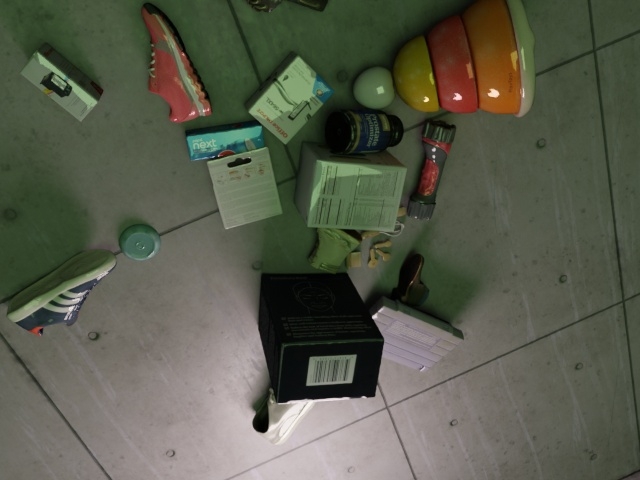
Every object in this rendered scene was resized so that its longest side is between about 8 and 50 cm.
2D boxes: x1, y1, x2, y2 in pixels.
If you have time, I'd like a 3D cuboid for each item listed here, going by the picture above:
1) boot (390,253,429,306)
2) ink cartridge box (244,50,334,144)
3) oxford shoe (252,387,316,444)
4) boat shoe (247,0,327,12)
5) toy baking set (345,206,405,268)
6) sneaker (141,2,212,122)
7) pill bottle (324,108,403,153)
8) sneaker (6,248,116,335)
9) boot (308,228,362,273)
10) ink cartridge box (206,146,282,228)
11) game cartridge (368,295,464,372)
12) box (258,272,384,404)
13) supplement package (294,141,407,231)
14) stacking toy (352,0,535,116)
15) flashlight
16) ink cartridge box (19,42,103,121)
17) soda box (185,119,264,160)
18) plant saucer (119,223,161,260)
[{"bbox_3d":[0.321,0.137,2.075,0.106,0.082,0.219,5,123,-28],"label":"boot"},{"bbox_3d":[-0.087,-0.390,1.703,0.148,0.086,0.203,39,100,-27],"label":"ink cartridge box"},{"bbox_3d":[-0.099,0.510,2.088,0.130,0.169,0.449,23,112,-22],"label":"oxford shoe"},{"bbox_3d":[-0.135,-0.638,1.549,0.355,0.132,0.130,1,114,-14],"label":"boat shoe"},{"bbox_3d":[0.163,-0.015,1.983,0.196,0.030,0.256,11,117,-25],"label":"toy baking set"},{"bbox_3d":[-0.396,-0.440,1.582,0.136,0.116,0.314,-25,119,-1],"label":"sneaker"},{"bbox_3d":[0.128,-0.308,1.748,0.219,0.122,0.123,-10,120,-39],"label":"pill bottle"},{"bbox_3d":[-0.715,0.156,1.783,0.350,0.131,0.148,-28,126,6],"label":"sneaker"},{"bbox_3d":[0.000,0.000,1.916,0.213,0.077,0.165,31,116,-11],"label":"boot"},{"bbox_3d":[-0.218,-0.157,1.788,0.180,0.056,0.225,-15,122,-7],"label":"ink cartridge box"},{"bbox_3d":[0.290,0.324,2.122,0.355,0.068,0.230,25,121,-24],"label":"game cartridge"},{"bbox_3d":[-0.016,0.279,1.863,0.293,0.395,0.212,0,116,-14],"label":"box"},{"bbox_3d":[0.079,-0.158,1.792,0.262,0.199,0.198,2,113,-16],"label":"supplement package"},{"bbox_3d":[0.320,-0.471,1.694,0.479,0.351,0.351,-11,118,9],"label":"stacking toy"},{"bbox_3d":[0.330,-0.212,1.893,0.103,0.103,0.304,16,113,7],"label":"flashlight"},{"bbox_3d":[-0.637,-0.393,1.532,0.072,0.127,0.175,-44,117,11],"label":"ink cartridge box"},{"bbox_3d":[-0.265,-0.280,1.719,0.210,0.067,0.071,-10,117,-9],"label":"soda box"},{"bbox_3d":[-0.529,0.011,1.812,0.119,0.021,0.119,-6,116,-12],"label":"plant saucer"}]
